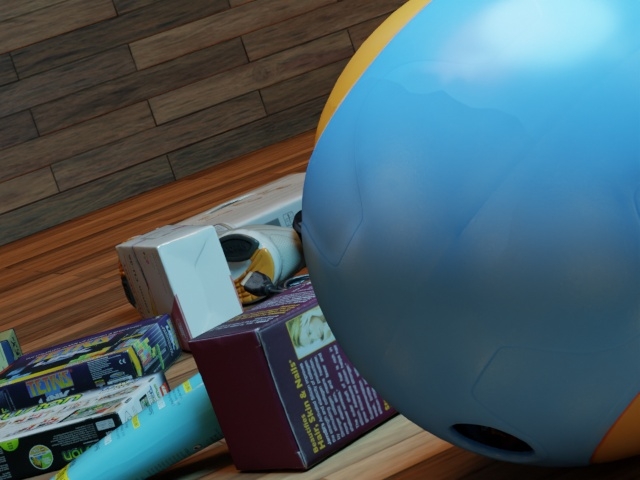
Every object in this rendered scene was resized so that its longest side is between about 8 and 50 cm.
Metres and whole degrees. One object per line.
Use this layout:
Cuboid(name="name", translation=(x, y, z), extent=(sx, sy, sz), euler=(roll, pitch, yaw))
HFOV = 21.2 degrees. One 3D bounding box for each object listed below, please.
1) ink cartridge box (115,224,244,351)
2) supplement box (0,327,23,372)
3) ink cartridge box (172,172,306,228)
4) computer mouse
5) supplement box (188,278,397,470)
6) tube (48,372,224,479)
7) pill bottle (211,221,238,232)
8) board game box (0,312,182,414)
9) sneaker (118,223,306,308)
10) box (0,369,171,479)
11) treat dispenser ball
Cuboid(name="ink cartridge box", translation=(-0.150, 0.047, 1.770), extent=(0.067, 0.115, 0.198), euler=(-22, 8, -20))
Cuboid(name="supplement box", translation=(-0.365, 0.139, 1.844), extent=(0.083, 0.056, 0.083), euler=(-19, 8, -3))
Cuboid(name="ink cartridge box", translation=(-0.072, -0.030, 2.298), extent=(0.275, 0.060, 0.239), euler=(-25, 9, -32))
Cuboid(name="computer mouse", translation=(0.001, 0.027, 1.779), extent=(0.184, 0.060, 0.262), euler=(-16, 19, -13))
Cuboid(name="supplement box", translation=(0.011, 0.080, 1.227), extent=(0.188, 0.104, 0.081), euler=(-26, 10, -41))
Cuboid(name="tube", translation=(-0.144, 0.159, 1.248), extent=(0.207, 0.052, 0.080), euler=(-31, 0, 0))
Cuboid(name="pill bottle", translation=(-0.149, 0.026, 2.071), extent=(0.067, 0.067, 0.120), euler=(-10, 12, 46))
Cuboid(name="board game box", translation=(-0.235, 0.129, 1.656), extent=(0.170, 0.048, 0.141), euler=(-17, 10, 13))
Cuboid(name="sneaker", translation=(-0.117, 0.029, 1.948), extent=(0.262, 0.099, 0.121), euler=(-1, 10, 41))
Cuboid(name="box", translation=(-0.237, 0.167, 1.452), extent=(0.207, 0.036, 0.114), euler=(-16, 9, 18))
Cuboid(name="treat dispenser ball", translation=(0.133, -0.017, 0.958), extent=(0.288, 0.288, 0.288), euler=(-18, 8, 3))
